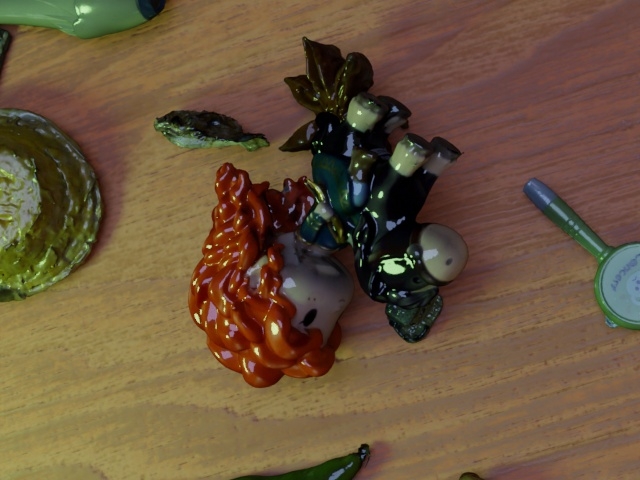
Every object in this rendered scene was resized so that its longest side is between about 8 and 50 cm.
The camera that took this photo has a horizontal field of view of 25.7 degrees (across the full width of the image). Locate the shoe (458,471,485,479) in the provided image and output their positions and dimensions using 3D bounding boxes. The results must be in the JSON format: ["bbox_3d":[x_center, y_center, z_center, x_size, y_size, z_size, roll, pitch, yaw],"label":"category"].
[{"bbox_3d":[0.216,0.357,1.823,0.072,0.069,0.109,-4,88,12],"label":"shoe"}]

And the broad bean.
[{"bbox_3d":[-0.049,0.337,1.897,0.254,0.046,0.065,-16,73,9],"label":"broad bean"}]

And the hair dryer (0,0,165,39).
[{"bbox_3d":[-0.386,-0.409,2.054,0.295,0.119,0.298,-20,65,10],"label":"hair dryer"}]

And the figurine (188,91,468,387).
[{"bbox_3d":[0.011,0.000,1.804,0.411,0.241,0.306,-27,89,25],"label":"figurine"}]

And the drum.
[{"bbox_3d":[0.358,0.028,1.843,0.253,0.049,0.130,29,90,15],"label":"drum"}]

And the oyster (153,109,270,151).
[{"bbox_3d":[-0.158,-0.154,1.961,0.177,0.105,0.056,8,98,35],"label":"oyster"}]

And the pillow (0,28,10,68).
[{"bbox_3d":[-0.578,-0.217,2.098,0.188,0.034,0.256,13,87,16],"label":"pillow"}]

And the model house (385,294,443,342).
[{"bbox_3d":[0.122,0.093,1.871,0.066,0.083,0.079,37,91,13],"label":"model house"}]

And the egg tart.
[{"bbox_3d":[-0.458,-0.053,1.990,0.294,0.116,0.295,0,88,5],"label":"egg tart"}]

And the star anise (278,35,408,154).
[{"bbox_3d":[0.028,-0.180,1.912,0.196,0.111,0.212,-4,119,30],"label":"star anise"}]
